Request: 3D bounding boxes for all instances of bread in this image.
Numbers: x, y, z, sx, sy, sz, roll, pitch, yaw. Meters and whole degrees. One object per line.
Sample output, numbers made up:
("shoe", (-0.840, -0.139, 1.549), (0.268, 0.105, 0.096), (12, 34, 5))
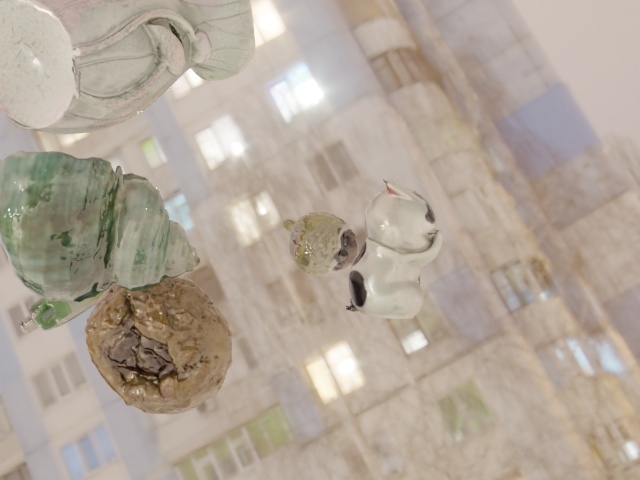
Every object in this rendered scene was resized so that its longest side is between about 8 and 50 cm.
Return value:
("bread", (-0.239, 0.154, 1.718), (0.230, 0.230, 0.123), (-44, 3, 38))

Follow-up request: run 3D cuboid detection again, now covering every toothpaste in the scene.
("toothpaste", (-0.399, 0.087, 1.988), (0.248, 0.078, 0.047), (-31, 3, 11))

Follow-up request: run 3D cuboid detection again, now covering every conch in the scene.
("conch", (-0.280, -0.014, 1.470), (0.277, 0.195, 0.220), (24, -53, -18))

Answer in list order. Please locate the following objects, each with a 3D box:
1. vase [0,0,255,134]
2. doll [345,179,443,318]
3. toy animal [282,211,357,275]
("vase", (-0.284, -0.298, 1.781), (0.250, 0.250, 0.445), (-43, -10, 36))
("doll", (0.099, 0.016, 1.555), (0.106, 0.181, 0.110), (15, 6, 1))
("toy animal", (0.000, 0.000, 1.747), (0.098, 0.137, 0.098), (-7, -68, -18))
